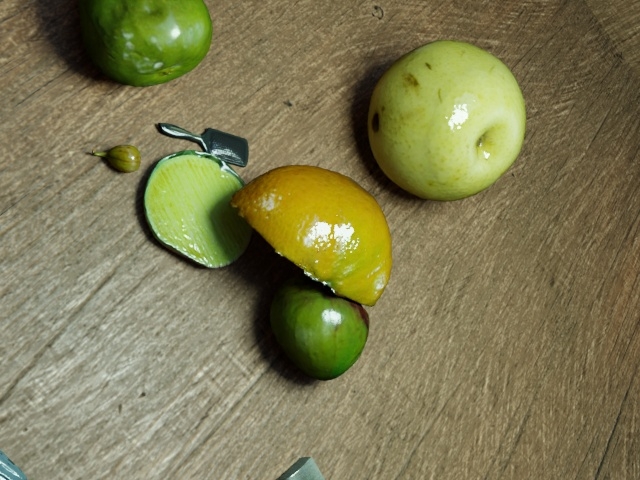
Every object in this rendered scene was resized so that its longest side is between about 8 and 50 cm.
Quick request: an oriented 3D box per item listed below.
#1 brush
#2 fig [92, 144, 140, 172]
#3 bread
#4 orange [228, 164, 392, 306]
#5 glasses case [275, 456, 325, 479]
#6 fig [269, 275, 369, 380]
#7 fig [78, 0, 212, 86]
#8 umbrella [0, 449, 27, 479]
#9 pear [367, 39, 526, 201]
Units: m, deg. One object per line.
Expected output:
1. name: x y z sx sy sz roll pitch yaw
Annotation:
1. brush: -0.219 -0.189 1.465 0.194 0.016 0.062 13 65 -33
2. fig: -0.352 -0.145 1.334 0.083 0.050 0.050 10 67 -17
3. bread: -0.219 -0.057 1.406 0.229 0.033 0.228 15 65 -34
4. orange: 0.002 -0.002 1.417 0.274 0.274 0.310 -43 123 -38
5. glasses case: 0.004 0.488 1.363 0.071 0.047 0.204 -32 93 -41
6. fig: -0.001 0.161 1.404 0.181 0.181 0.190 -17 109 -39
7. fig: -0.307 -0.417 1.355 0.233 0.233 0.314 10 63 -34
8. umbrella: -0.494 0.269 1.068 0.250 0.052 0.053 53 52 -9
9. pear: 0.265 -0.254 1.650 0.349 0.348 0.348 14 66 -33
